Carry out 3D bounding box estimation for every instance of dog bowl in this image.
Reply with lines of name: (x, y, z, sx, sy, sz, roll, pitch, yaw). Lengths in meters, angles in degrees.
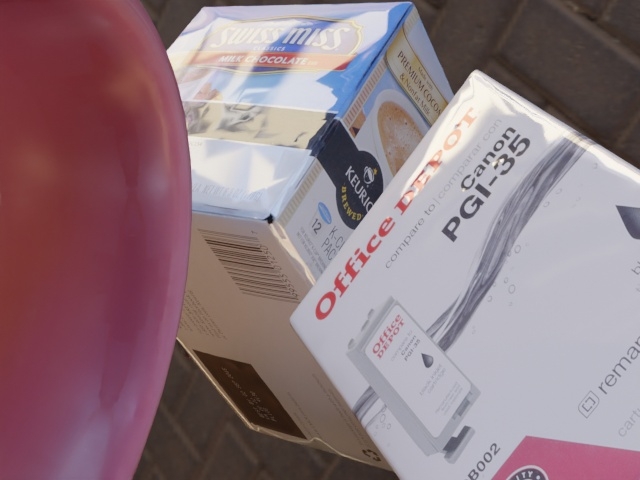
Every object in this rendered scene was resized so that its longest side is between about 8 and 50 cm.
dog bowl: (-0.190, 0.037, 0.454, 0.150, 0.408, 0.407, 13, 104, 17)

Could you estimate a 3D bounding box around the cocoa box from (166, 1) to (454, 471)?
cocoa box: (0.000, 0.000, 0.950, 0.231, 0.347, 0.228, 9, 54, 38)

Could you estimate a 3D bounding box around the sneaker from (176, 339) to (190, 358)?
sneaker: (-0.150, 0.051, 1.320, 0.281, 0.106, 0.162, 80, 171, -72)

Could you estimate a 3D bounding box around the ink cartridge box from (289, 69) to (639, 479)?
ink cartridge box: (0.125, 0.057, 0.610, 0.207, 0.117, 0.283, -54, 35, 8)
